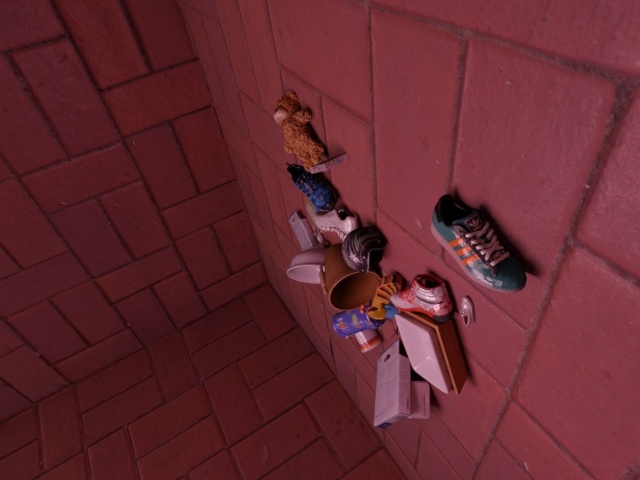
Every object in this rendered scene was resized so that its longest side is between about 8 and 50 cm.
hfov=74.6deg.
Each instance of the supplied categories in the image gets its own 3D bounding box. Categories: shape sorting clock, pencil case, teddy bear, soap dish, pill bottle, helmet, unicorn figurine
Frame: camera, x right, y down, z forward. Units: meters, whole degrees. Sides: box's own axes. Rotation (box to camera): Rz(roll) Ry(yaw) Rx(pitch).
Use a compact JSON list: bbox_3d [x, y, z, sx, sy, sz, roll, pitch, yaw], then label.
[{"bbox_3d":[-0.018,-0.136,2.073,0.206,0.040,0.206,56,160,32],"label":"shape sorting clock"},{"bbox_3d":[0.176,0.370,1.958,0.306,0.119,0.133,-33,62,50],"label":"pencil case"},{"bbox_3d":[-0.097,-0.442,1.747,0.245,0.113,0.338,10,125,66],"label":"teddy bear"},{"bbox_3d":[0.399,0.375,1.506,0.229,0.118,0.291,22,135,64],"label":"soap dish"},{"bbox_3d":[0.208,0.444,2.137,0.221,0.121,0.121,60,162,10],"label":"pill bottle"},{"bbox_3d":[0.162,0.036,1.614,0.169,0.161,0.169,53,160,29],"label":"helmet"},{"bbox_3d":[0.000,0.000,2.210,0.111,0.060,0.162,-179,77,-81],"label":"unicorn figurine"}]

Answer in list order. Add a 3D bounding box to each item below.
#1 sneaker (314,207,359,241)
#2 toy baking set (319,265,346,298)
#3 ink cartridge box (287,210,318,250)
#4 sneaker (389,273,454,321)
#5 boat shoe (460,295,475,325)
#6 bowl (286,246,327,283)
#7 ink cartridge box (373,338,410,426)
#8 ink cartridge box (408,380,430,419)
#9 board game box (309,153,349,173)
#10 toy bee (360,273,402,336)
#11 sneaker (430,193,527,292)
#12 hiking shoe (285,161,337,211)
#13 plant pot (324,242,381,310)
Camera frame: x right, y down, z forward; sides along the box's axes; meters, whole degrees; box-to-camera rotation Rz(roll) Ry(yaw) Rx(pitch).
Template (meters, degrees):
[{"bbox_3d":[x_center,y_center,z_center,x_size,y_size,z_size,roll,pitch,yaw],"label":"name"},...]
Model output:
[{"bbox_3d":[0.072,-0.092,1.807,0.292,0.110,0.119,27,133,49],"label":"sneaker"},{"bbox_3d":[0.082,0.181,1.975,0.256,0.196,0.030,-107,34,-42],"label":"toy baking set"},{"bbox_3d":[-0.102,-0.053,2.425,0.224,0.045,0.223,63,162,2],"label":"ink cartridge box"},{"bbox_3d":[0.330,0.174,1.438,0.270,0.090,0.145,12,127,56],"label":"sneaker"},{"bbox_3d":[0.445,0.217,1.285,0.035,0.035,0.100,34,147,57],"label":"boat shoe"},{"bbox_3d":[-0.023,0.118,2.166,0.298,0.297,0.134,111,163,-67],"label":"bowl"},{"bbox_3d":[0.333,0.667,1.949,0.324,0.071,0.330,110,171,-56],"label":"ink cartridge box"},{"bbox_3d":[0.411,0.721,1.906,0.218,0.092,0.159,122,154,-68],"label":"ink cartridge box"},{"bbox_3d":[0.030,-0.293,1.610,0.026,0.103,0.154,67,162,-13],"label":"board game box"},{"bbox_3d":[0.238,0.263,1.675,0.195,0.162,0.299,-51,-35,-69],"label":"toy bee"},{"bbox_3d":[0.380,0.000,1.037,0.302,0.108,0.121,50,163,39],"label":"sneaker"},{"bbox_3d":[-0.047,-0.229,1.825,0.304,0.132,0.113,47,112,39],"label":"hiking shoe"},{"bbox_3d":[0.110,0.135,1.850,0.254,0.236,0.237,-115,11,-45],"label":"plant pot"}]
